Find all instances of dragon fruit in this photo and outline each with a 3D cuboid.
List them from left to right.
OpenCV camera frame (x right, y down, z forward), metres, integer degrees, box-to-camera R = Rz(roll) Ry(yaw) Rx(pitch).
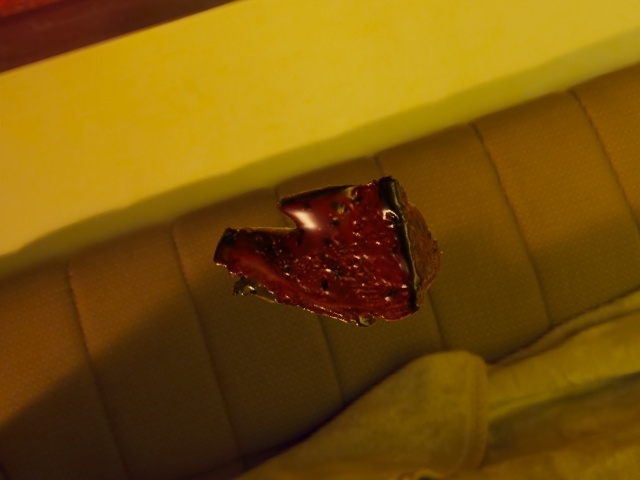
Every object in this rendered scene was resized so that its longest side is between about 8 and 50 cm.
[{"bbox_3d":[-0.004,0.017,0.694,0.192,0.122,0.092,3,55,19],"label":"dragon fruit"}]
